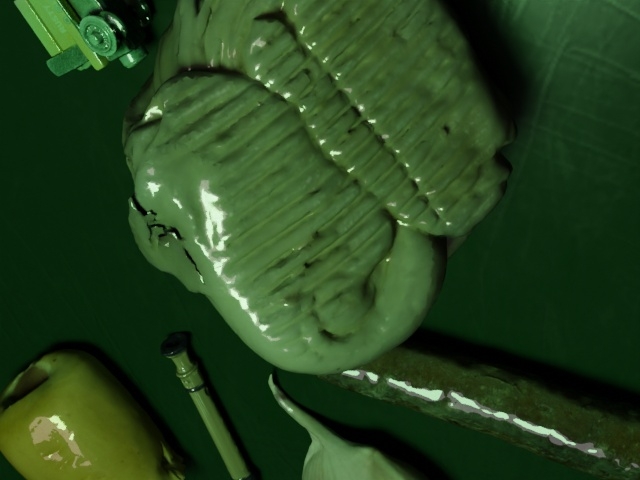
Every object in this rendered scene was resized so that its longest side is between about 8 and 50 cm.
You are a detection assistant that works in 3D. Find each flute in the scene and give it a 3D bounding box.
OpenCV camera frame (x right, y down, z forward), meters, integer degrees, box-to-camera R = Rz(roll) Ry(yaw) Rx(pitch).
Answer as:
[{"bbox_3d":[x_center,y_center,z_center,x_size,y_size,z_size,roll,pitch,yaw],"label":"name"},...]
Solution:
[{"bbox_3d":[-0.081,0.177,0.813,0.027,0.027,0.233,-7,121,25],"label":"flute"}]

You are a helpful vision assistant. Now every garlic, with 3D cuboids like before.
[{"bbox_3d":[0.044,0.228,0.771,0.148,0.128,0.267,-5,112,11],"label":"garlic"}]

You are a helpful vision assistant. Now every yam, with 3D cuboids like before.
[{"bbox_3d":[0.129,0.115,0.670,0.274,0.061,0.061,17,129,10],"label":"yam"}]

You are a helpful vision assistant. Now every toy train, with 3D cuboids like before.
[{"bbox_3d":[-0.161,-0.156,0.588,0.081,0.050,0.122,-15,118,34],"label":"toy train"}]

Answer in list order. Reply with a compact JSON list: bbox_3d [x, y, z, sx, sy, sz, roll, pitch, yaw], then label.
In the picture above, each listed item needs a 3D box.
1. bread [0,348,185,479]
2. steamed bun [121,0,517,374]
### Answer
[{"bbox_3d":[-0.210,0.185,0.830,0.134,0.085,0.173,-25,113,33],"label":"bread"},{"bbox_3d":[-0.013,-0.054,0.528,0.218,0.211,0.144,49,168,-18],"label":"steamed bun"}]
